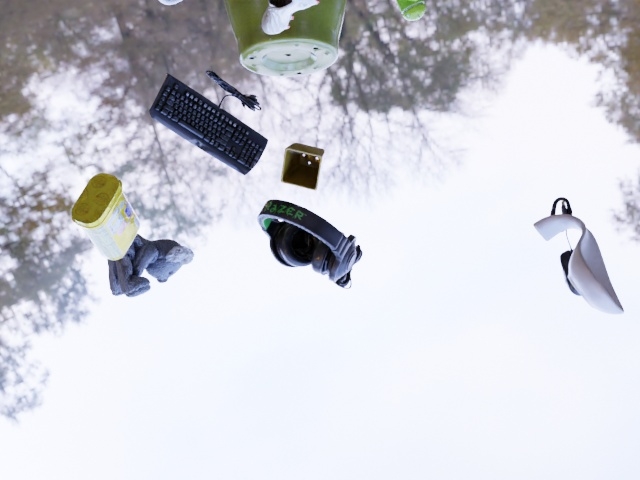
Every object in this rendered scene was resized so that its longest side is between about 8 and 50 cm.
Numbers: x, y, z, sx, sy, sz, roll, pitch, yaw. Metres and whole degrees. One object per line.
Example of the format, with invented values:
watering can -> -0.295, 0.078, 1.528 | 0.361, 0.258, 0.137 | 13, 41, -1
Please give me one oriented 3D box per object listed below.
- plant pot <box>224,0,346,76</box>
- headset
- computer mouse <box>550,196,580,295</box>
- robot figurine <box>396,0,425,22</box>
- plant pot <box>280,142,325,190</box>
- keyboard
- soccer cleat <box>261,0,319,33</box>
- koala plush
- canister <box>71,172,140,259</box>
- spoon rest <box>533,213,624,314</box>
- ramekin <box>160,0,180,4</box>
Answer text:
plant pot -> -0.082, -0.596, 2.085 | 0.366, 0.353, 0.366 | -4, 170, -1
headset -> 0.000, 0.000, 2.240 | 0.243, 0.394, 0.185 | 17, -113, 34
computer mouse -> 0.585, 0.011, 2.029 | 0.071, 0.242, 0.041 | -17, 163, 19
robot figurine -> 0.237, -0.635, 2.300 | 0.067, 0.115, 0.101 | -23, 177, -3
plant pot -> -0.030, -0.166, 1.849 | 0.081, 0.081, 0.083 | 15, -152, 9
keyboard -> -0.256, -0.317, 2.158 | 0.033, 0.317, 0.201 | 3, -113, 54
soccer cleat -> -0.077, -0.453, 1.674 | 0.076, 0.068, 0.196 | -4, 174, -31
koala plush -> -0.487, 0.051, 2.504 | 0.221, 0.203, 0.196 | -7, -177, -28
canister -> -0.458, -0.047, 1.871 | 0.073, 0.170, 0.126 | 17, -116, 16
spoon rest -> 0.486, 0.033, 1.603 | 0.084, 0.137, 0.276 | -40, -147, 14
ramekin -> -0.398, -0.788, 2.323 | 0.135, 0.277, 0.277 | 37, -133, 9
